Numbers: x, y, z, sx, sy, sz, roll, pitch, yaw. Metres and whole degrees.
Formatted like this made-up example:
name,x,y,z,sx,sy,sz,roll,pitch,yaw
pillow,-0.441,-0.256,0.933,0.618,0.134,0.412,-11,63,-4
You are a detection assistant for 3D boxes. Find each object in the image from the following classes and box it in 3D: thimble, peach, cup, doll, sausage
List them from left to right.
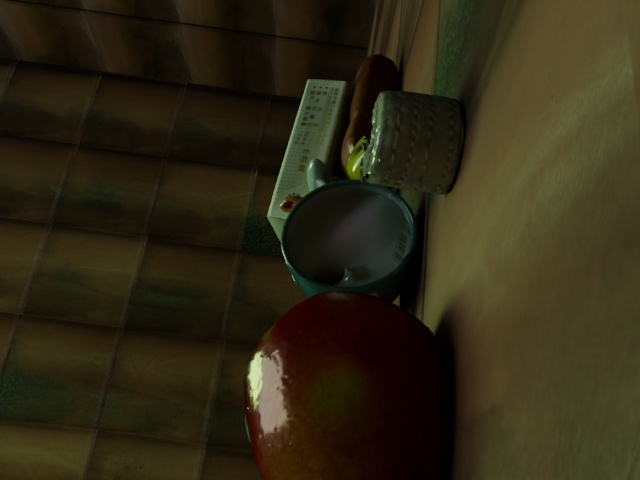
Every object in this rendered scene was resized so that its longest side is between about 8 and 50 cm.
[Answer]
name,x,y,z,sx,sy,sz,roll,pitch,yaw
doll,0.033,-0.075,1.170,0.221,0.143,0.135,-47,17,20
cup,0.041,0.031,0.884,0.173,0.168,0.299,81,169,-61
peach,0.041,0.161,0.599,0.190,0.226,0.196,-49,-25,22
sausage,0.101,-0.251,1.333,0.097,0.094,0.348,100,-179,-51
thimble,0.092,-0.101,0.689,0.115,0.090,0.102,131,146,-88

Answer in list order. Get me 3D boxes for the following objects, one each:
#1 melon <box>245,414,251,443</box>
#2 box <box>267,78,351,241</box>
name,x,y,z,sx,sy,sz,roll,pitch,yaw
melon,-0.064,0.433,1.688,0.308,0.272,0.271,-63,-18,-74
box,-0.005,-0.138,1.383,0.210,0.095,0.330,68,-146,-61
